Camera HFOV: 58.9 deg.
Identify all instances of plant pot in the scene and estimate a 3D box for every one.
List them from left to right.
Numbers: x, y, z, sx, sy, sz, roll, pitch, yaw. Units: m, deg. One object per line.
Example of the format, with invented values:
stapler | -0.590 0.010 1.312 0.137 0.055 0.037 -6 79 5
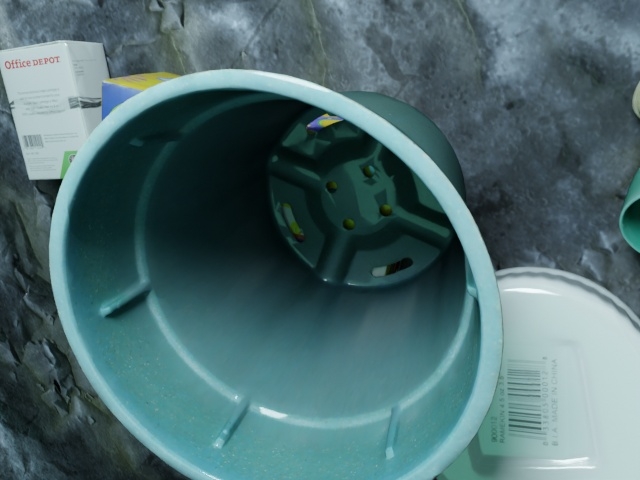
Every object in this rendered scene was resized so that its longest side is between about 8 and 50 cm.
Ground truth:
plant pot | 0.000 0.000 0.545 0.341 0.334 0.341 7 112 16

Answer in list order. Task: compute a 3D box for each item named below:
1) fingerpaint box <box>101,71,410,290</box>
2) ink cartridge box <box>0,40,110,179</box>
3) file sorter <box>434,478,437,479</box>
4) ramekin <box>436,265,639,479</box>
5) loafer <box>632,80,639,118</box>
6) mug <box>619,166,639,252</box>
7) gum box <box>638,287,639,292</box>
fingerpaint box | -0.097 -0.023 0.855 0.444 0.163 0.371 15 114 15
ink cartridge box | -0.438 -0.220 0.972 0.160 0.092 0.220 2 109 22
file sorter | 0.282 0.244 0.777 0.290 0.182 0.202 -2 106 23
ramekin | 0.224 0.164 0.605 0.277 0.135 0.277 -2 85 22
loafer | 0.484 -0.140 0.604 0.268 0.092 0.102 13 113 19
mug | 0.422 -0.053 0.636 0.129 0.097 0.158 26 151 17
gum box | 0.518 0.127 0.714 0.156 0.041 0.185 -20 98 28
